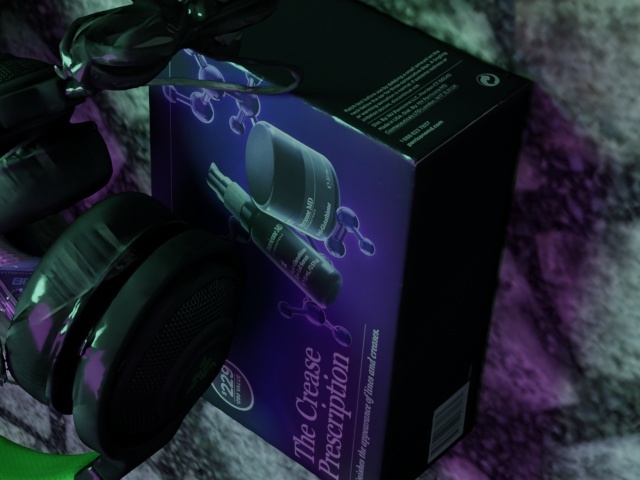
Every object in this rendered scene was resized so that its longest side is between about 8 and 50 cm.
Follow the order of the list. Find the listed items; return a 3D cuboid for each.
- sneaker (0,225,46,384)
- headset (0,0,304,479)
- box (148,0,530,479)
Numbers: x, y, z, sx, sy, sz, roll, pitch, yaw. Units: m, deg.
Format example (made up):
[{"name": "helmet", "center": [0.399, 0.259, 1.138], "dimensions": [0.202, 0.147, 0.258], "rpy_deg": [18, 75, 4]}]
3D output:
[{"name": "sneaker", "center": [-0.280, -0.003, 1.140], "dimensions": [0.283, 0.110, 0.122], "rpy_deg": [29, 94, 14]}, {"name": "headset", "center": [-0.153, 0.003, 0.781], "dimensions": [0.243, 0.185, 0.394], "rpy_deg": [50, 125, 5]}, {"name": "box", "center": [0.000, 0.000, 0.854], "dimensions": [0.184, 0.103, 0.261], "rpy_deg": [32, 138, 30]}]
